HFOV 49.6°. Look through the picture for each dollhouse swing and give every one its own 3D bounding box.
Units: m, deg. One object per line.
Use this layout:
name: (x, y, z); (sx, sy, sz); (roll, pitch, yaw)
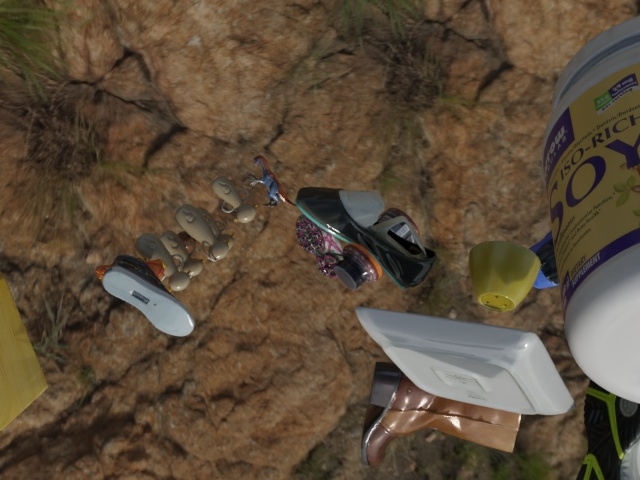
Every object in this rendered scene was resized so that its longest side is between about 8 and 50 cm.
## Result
dollhouse swing: (-0.724, 0.262, 1.347); (0.305, 0.347, 0.315); (-22, 93, -26)

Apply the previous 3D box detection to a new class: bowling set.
bowling set: (-0.273, 0.004, 1.620); (0.287, 0.200, 0.154); (-40, 80, -14)

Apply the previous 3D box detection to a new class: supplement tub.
supplement tub: (0.340, -0.037, 0.651); (0.241, 0.331, 0.241); (5, 139, 4)
supplement tub: (0.122, 0.022, 1.552); (0.198, 0.106, 0.106); (-41, 111, -18)

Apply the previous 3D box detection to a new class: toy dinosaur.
toy dinosaur: (-0.082, -0.096, 1.118); (0.090, 0.047, 0.082); (0, 96, -20)

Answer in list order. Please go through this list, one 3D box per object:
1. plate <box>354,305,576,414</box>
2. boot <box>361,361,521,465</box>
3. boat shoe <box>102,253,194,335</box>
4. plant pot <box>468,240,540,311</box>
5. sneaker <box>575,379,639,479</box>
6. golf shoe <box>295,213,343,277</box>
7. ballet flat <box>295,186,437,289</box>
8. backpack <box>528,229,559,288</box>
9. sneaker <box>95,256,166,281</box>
plate: (0.217, 0.194, 1.047); (0.278, 0.278, 0.045); (49, 54, -46)
boot: (0.225, 0.352, 1.317); (0.281, 0.096, 0.264); (10, 115, 4)
boat shoe: (-0.297, 0.092, 1.236); (0.183, 0.083, 0.065); (39, 108, -18)
plant pot: (0.337, 0.076, 1.299); (0.134, 0.134, 0.095); (31, 58, -21)
sneaker: (0.492, 0.308, 1.051); (0.147, 0.145, 0.384); (12, 94, -12)
golf shoe: (0.000, 0.000, 1.645); (0.068, 0.086, 0.186); (-11, 127, 29)
ballet flat: (0.088, -0.025, 1.153); (0.280, 0.095, 0.096); (36, 116, -28)
backpack: (0.464, 0.044, 1.403); (0.120, 0.101, 0.098); (-34, 88, -27)
sneaker: (-0.405, 0.069, 1.488); (0.175, 0.067, 0.064); (1, 131, 24)
